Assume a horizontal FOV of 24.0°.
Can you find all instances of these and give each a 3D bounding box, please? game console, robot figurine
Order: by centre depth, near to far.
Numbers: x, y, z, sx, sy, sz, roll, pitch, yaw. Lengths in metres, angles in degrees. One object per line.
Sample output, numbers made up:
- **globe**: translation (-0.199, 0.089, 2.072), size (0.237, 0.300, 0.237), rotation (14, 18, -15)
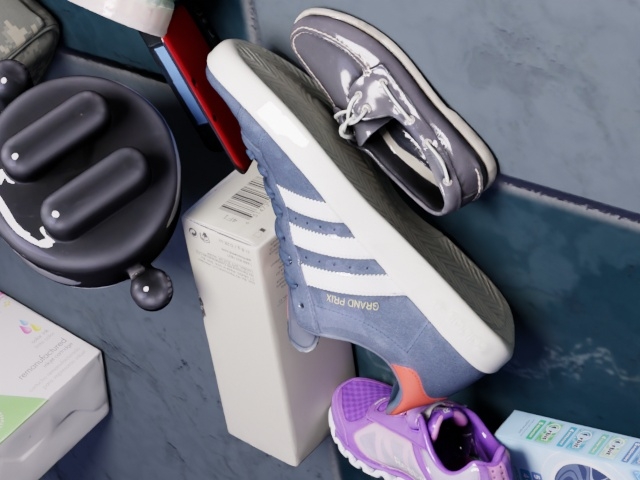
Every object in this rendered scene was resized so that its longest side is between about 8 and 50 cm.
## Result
- **game console**: translation (-0.114, -0.128, 1.307), size (0.124, 0.085, 0.144), rotation (-9, 117, 48)
- **robot figurine**: translation (-0.209, -0.045, 1.329), size (0.173, 0.209, 0.278), rotation (4, 172, -4)

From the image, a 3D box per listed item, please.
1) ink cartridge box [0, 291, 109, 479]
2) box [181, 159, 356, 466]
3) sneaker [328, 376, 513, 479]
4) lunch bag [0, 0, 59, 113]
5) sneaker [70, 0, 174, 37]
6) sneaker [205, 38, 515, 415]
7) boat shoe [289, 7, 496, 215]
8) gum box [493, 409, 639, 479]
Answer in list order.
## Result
- **ink cartridge box**: translation (-0.453, 0.153, 1.808), size (0.353, 0.207, 0.119), rotation (26, 140, 26)
- **box**: translation (-0.041, 0.069, 1.398), size (0.094, 0.113, 0.275), rotation (21, 136, 32)
- **sneaker**: translation (0.096, 0.177, 1.353), size (0.236, 0.095, 0.104), rotation (35, 143, 42)
- **lunch bag**: translation (-0.434, -0.172, 1.413), size (0.256, 0.305, 0.212), rotation (43, 141, 0)
- **sneaker**: translation (-0.201, -0.268, 1.263), size (0.302, 0.108, 0.121), rotation (32, 102, 43)
- **sneaker**: translation (0.000, 0.000, 1.237), size (0.148, 0.131, 0.350), rotation (-38, 93, 21)
- **boat shoe**: translation (0.046, -0.101, 1.187), size (0.206, 0.065, 0.075), rotation (43, 144, 5)
- **gum box**: translation (0.253, 0.236, 1.315), size (0.184, 0.041, 0.157), rotation (9, 129, 40)
